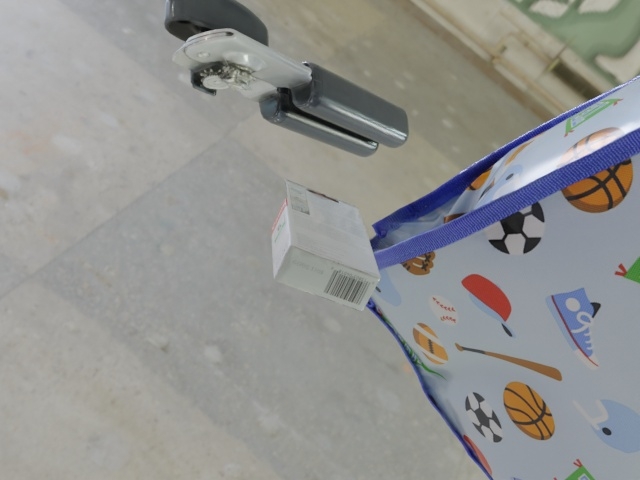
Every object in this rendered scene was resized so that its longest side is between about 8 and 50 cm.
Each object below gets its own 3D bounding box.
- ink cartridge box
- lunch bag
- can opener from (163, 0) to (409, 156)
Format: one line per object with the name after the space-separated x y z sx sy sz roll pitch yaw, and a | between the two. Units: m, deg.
0.000 0.000 0.600 0.063 0.029 0.115 21 21 -14 | ink cartridge box
0.240 0.061 0.700 0.328 0.385 0.239 55 39 -4 | lunch bag
-0.018 -0.146 0.807 0.280 0.074 0.093 20 65 -48 | can opener
